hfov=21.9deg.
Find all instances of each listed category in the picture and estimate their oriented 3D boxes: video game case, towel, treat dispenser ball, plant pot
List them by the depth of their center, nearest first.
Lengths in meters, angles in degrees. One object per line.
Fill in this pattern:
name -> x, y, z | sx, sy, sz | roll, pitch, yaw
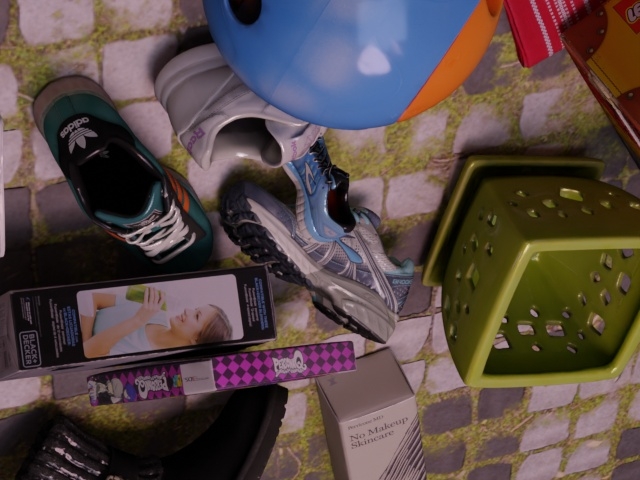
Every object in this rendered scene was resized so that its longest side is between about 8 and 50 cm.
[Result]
treat dispenser ball -> 0.031, -0.248, 1.560 | 0.288, 0.288, 0.288 | -14, 134, -15
towel -> 0.319, -0.317, 1.830 | 0.275, 0.031, 0.199 | -28, 137, -2
video game case -> -0.112, 0.151, 1.892 | 0.210, 0.042, 0.232 | -12, 174, 41
plant pot -> 0.259, 0.023, 1.977 | 0.228, 0.207, 0.227 | -1, 130, -27

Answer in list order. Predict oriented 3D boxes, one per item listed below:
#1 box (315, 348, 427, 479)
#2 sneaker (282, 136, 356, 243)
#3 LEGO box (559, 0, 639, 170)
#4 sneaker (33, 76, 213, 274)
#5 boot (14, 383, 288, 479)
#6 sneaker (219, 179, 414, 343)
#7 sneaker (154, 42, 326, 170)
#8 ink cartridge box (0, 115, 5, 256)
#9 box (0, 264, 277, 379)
box -> 0.073, 0.278, 2.190 | 0.113, 0.094, 0.275 | -20, 135, -8
sneaker -> 0.004, -0.078, 1.816 | 0.063, 0.073, 0.162 | -27, 105, -39
LEGO box -> 0.582, -0.230, 1.906 | 0.500, 0.193, 0.372 | -36, 140, 6
sneaker -> -0.197, -0.037, 1.752 | 0.108, 0.121, 0.302 | -34, 136, 5
boot -> -0.212, 0.270, 2.008 | 0.260, 0.348, 0.131 | 31, 156, -2
sneaker -> 0.000, 0.000, 1.920 | 0.283, 0.110, 0.122 | 41, 73, -34
sneaker -> -0.011, -0.142, 1.727 | 0.305, 0.152, 0.114 | -14, 146, -13
ink cartridge box -> -0.495, -0.096, 1.431 | 0.395, 0.285, 0.166 | -8, 131, -22
box -> -0.212, 0.092, 1.825 | 0.290, 0.087, 0.169 | -5, 174, -21
